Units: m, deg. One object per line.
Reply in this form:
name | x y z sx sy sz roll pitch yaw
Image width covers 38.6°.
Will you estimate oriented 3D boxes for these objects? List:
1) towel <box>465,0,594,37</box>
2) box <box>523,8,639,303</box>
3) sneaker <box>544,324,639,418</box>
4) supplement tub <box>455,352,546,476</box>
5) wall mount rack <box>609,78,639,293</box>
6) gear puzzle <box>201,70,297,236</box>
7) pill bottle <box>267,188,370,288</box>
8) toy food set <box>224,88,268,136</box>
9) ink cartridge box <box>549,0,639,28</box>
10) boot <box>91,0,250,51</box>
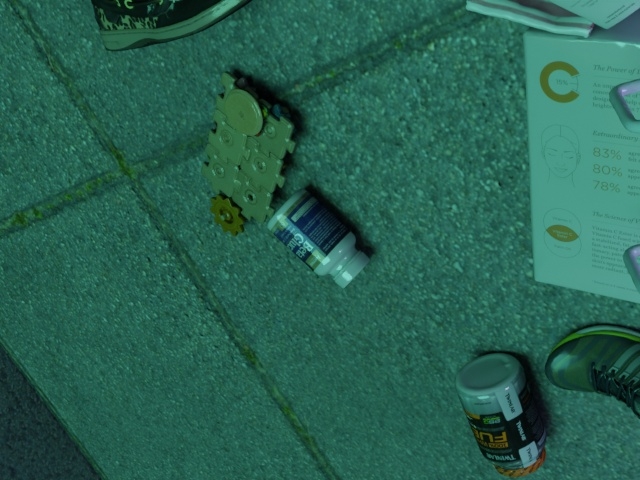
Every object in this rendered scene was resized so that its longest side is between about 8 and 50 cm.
towel | 0.261 -0.315 1.008 0.144 0.197 0.029 19 159 26
box | 0.379 -0.111 1.091 0.215 0.168 0.345 13 130 32
sneaker | 0.457 0.199 1.315 0.300 0.121 0.111 -4 120 41
supplement tub | 0.305 0.293 1.521 0.117 0.117 0.190 -4 120 41
wall mount rack | 0.447 -0.073 0.888 0.304 0.130 0.350 -13 123 7
gear puzzle | -0.126 -0.126 1.589 0.175 0.044 0.338 39 139 17
pill bottle | 0.000 0.000 1.548 0.169 0.094 0.094 43 139 3
toy food set | -0.121 -0.206 1.473 0.082 0.020 0.083 49 140 6
ink cartridge box | 0.243 -0.321 0.911 0.191 0.139 0.082 22 164 -9
boot | -0.257 -0.449 1.369 0.378 0.138 0.284 0 123 46
